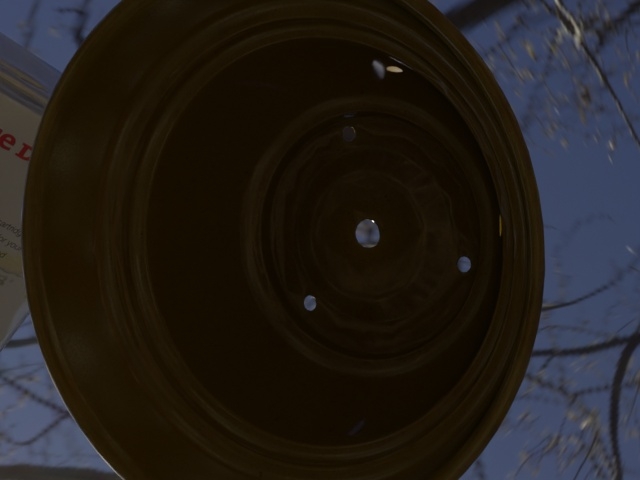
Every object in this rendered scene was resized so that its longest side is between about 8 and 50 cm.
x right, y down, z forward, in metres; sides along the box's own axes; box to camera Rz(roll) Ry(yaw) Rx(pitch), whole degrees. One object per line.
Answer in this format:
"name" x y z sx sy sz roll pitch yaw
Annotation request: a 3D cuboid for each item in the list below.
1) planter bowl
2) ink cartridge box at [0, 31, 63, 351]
"planter bowl" 0.000 0.000 0.750 0.217 0.090 0.217 3 -84 28
"ink cartridge box" -0.273 -0.029 1.317 0.171 0.168 0.233 33 -79 -35
